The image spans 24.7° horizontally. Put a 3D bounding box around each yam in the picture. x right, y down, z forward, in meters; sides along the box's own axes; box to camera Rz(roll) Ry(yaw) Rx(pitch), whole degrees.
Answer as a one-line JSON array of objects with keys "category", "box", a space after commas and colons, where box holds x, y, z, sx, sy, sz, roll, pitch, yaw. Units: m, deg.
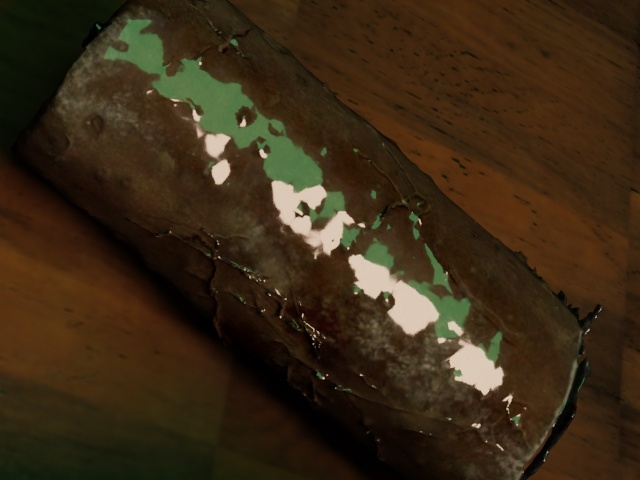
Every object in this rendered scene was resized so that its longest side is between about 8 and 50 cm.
[{"category": "yam", "box": [-0.001, 0.001, 0.673, 0.280, 0.131, 0.131, 41, 53, -14]}]
